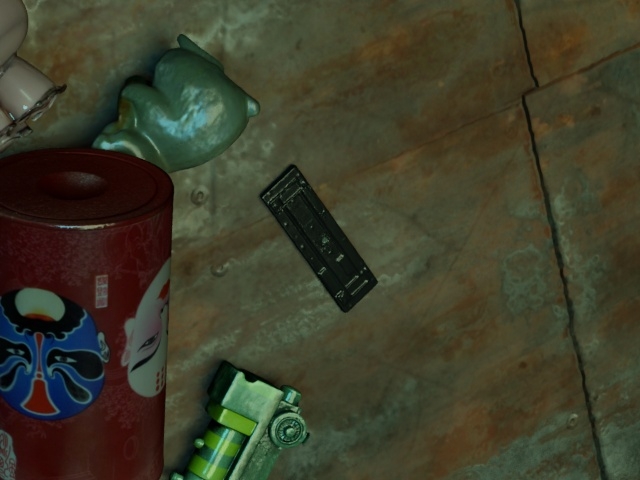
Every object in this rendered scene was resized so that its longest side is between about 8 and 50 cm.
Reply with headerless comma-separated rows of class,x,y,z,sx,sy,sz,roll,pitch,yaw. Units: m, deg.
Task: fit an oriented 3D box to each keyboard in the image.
keyboard,0.000,0.000,1.783,0.061,0.013,0.204,-44,121,-15

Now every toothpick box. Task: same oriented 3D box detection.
toothpick box,-0.257,0.094,1.500,0.204,0.204,0.333,-11,119,-29

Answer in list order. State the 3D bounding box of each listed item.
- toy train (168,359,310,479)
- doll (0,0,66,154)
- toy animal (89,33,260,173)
toy train,-0.103,0.255,1.749,0.132,0.083,0.200,28,86,-22
doll,-0.395,-0.198,1.413,0.268,0.216,0.284,51,55,-5
toy animal,-0.193,-0.100,1.577,0.251,0.127,0.125,-48,124,-9
